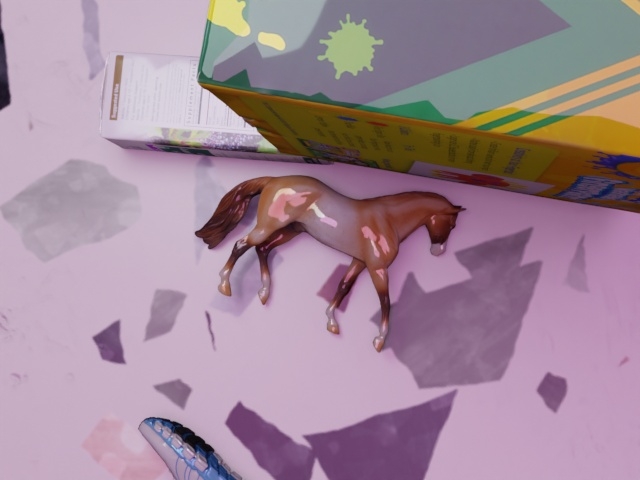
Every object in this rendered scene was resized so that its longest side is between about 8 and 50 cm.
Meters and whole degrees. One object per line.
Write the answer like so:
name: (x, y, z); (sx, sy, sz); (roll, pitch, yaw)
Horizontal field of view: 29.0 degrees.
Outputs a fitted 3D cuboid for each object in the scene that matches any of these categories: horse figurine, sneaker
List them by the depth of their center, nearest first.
sneaker: (-0.125, 0.262, 1.277); (0.190, 0.071, 0.083); (41, 96, 7)
horse figurine: (0.000, 0.000, 1.286); (0.263, 0.066, 0.174); (20, 93, 4)

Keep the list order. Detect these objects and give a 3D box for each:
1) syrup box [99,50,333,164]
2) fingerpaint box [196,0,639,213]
syrup box: (-0.103, -0.137, 1.290); (0.236, 0.093, 0.096); (4, 87, 5)
fingerpaint box: (0.131, -0.140, 0.997); (0.371, 0.445, 0.163); (10, 89, 6)
